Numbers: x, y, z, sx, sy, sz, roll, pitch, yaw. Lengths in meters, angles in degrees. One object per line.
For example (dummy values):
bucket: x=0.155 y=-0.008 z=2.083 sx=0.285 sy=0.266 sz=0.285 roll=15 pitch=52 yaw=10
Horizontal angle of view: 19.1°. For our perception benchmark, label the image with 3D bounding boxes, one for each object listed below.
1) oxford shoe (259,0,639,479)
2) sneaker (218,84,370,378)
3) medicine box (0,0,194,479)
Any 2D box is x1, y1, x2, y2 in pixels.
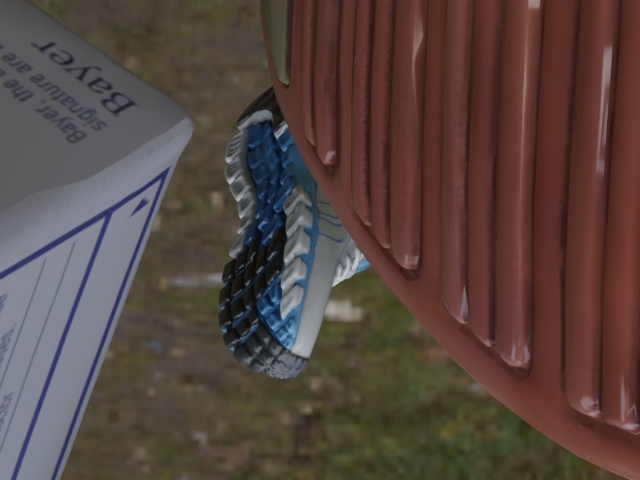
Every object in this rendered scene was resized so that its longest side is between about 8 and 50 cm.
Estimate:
oxford shoe: x=0.132 y=-0.022 z=0.345 sx=0.146 sy=0.140 sz=0.397 roll=-11 pitch=-155 yaw=-34
sneaker: x=0.000 y=0.000 z=0.953 sx=0.083 sy=0.191 sz=0.071 roll=30 pitch=127 yaw=-24
medicine box: x=-0.196 y=0.080 z=0.408 sx=0.149 sy=0.289 sz=0.263 roll=36 pitch=126 yaw=16
